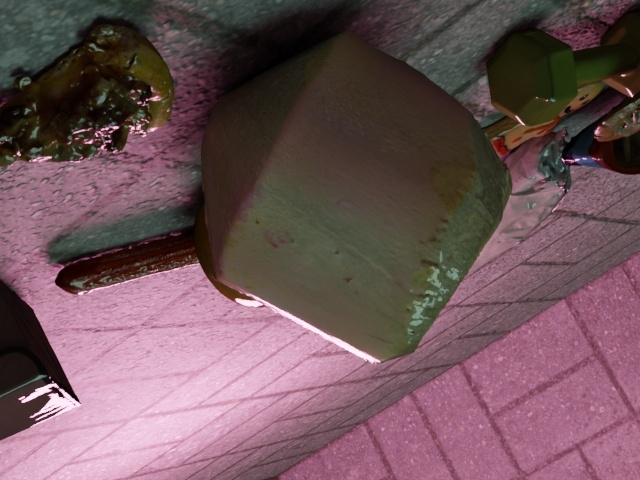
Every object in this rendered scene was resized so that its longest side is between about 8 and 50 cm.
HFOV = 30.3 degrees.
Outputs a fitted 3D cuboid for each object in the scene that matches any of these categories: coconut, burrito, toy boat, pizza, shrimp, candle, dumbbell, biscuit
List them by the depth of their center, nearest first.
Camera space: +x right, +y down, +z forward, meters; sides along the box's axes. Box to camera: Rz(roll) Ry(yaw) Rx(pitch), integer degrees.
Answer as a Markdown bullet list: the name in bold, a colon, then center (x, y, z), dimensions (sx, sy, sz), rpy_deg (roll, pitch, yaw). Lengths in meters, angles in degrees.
- **pizza**: center (-0.221, -0.110, 1.050), dimensions (0.194, 0.069, 0.154), rpy_deg (-28, 165, -6)
- **coconut**: center (0.021, -0.053, 1.226), dimensions (0.297, 0.309, 0.297), rpy_deg (-56, 176, -6)
- **candle**: center (-0.191, 0.017, 1.529), dimensions (0.329, 0.048, 0.051), rpy_deg (-15, 146, -34)
- **dumbbell**: center (0.352, -0.229, 1.543), dimensions (0.302, 0.121, 0.108), rpy_deg (-15, 130, -35)
- **shrimp**: center (0.428, -0.179, 1.545), dimensions (0.091, 0.043, 0.184), rpy_deg (-9, 156, -39)
- **biscuit**: center (0.319, -0.180, 1.775), dimensions (0.234, 0.030, 0.153), rpy_deg (-29, 165, 6)
- **toy boat**: center (0.498, -0.173, 1.905), dimensions (0.079, 0.136, 0.392), rpy_deg (-4, -167, 39)
- **burrito**: center (0.319, -0.060, 2.000), dimensions (0.139, 0.101, 0.445), rpy_deg (4, 149, -24)

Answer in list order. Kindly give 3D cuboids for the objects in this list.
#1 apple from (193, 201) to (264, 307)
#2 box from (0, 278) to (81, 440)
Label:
- **apple**: center (-0.073, -0.004, 1.470), dimensions (0.182, 0.155, 0.182), rpy_deg (-39, 172, -7)
- **box**: center (-0.442, 0.165, 1.383), dimensions (0.252, 0.153, 0.188), rpy_deg (-25, 162, -7)
